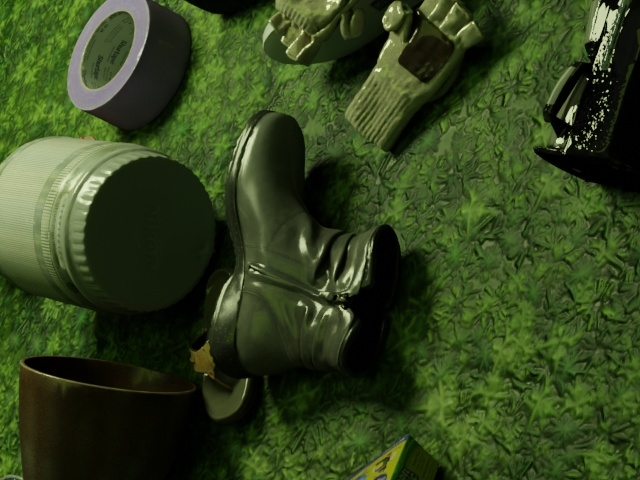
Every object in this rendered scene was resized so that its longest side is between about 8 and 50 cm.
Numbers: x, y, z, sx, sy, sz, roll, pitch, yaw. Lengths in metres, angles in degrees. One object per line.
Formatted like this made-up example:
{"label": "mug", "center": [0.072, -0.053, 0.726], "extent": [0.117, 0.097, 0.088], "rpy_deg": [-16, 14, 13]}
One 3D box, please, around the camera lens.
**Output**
{"label": "camera lens", "center": [-0.295, -0.021, 2.041], "extent": [0.274, 0.219, 0.219], "rpy_deg": [9, 78, 51]}

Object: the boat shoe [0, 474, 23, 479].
{"label": "boat shoe", "center": [-0.412, 0.356, 2.094], "extent": [0.183, 0.066, 0.066], "rpy_deg": [-19, 54, 49]}

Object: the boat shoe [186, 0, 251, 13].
{"label": "boat shoe", "center": [-0.075, -0.412, 2.084], "extent": [0.324, 0.122, 0.120], "rpy_deg": [-17, 55, 42]}

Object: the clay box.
{"label": "clay box", "center": [0.036, 0.293, 1.539], "extent": [0.127, 0.053, 0.222], "rpy_deg": [-41, 7, 27]}

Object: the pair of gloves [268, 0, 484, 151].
{"label": "pair of gloves", "center": [0.056, -0.250, 1.814], "extent": [0.204, 0.042, 0.240], "rpy_deg": [-46, 75, 23]}

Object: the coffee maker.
{"label": "coffee maker", "center": [0.315, -0.141, 1.518], "extent": [0.171, 0.120, 0.178], "rpy_deg": [18, 85, 28]}

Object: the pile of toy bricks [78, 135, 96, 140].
{"label": "pile of toy bricks", "center": [-0.367, -0.043, 2.226], "extent": [0.212, 0.105, 0.118], "rpy_deg": [-56, 39, 11]}

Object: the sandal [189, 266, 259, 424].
{"label": "sandal", "center": [-0.123, 0.122, 1.898], "extent": [0.090, 0.060, 0.219], "rpy_deg": [-28, 51, 37]}

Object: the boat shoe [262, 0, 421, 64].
{"label": "boat shoe", "center": [0.050, -0.321, 1.904], "extent": [0.301, 0.108, 0.102], "rpy_deg": [-32, 49, 31]}

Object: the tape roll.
{"label": "tape roll", "center": [-0.278, -0.259, 2.263], "extent": [0.189, 0.080, 0.189], "rpy_deg": [-26, 52, 39]}

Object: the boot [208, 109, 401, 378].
{"label": "boot", "center": [0.000, 0.000, 1.807], "extent": [0.223, 0.118, 0.338], "rpy_deg": [-8, 71, 39]}

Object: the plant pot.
{"label": "plant pot", "center": [-0.275, 0.273, 1.899], "extent": [0.215, 0.215, 0.230], "rpy_deg": [14, 95, 51]}
